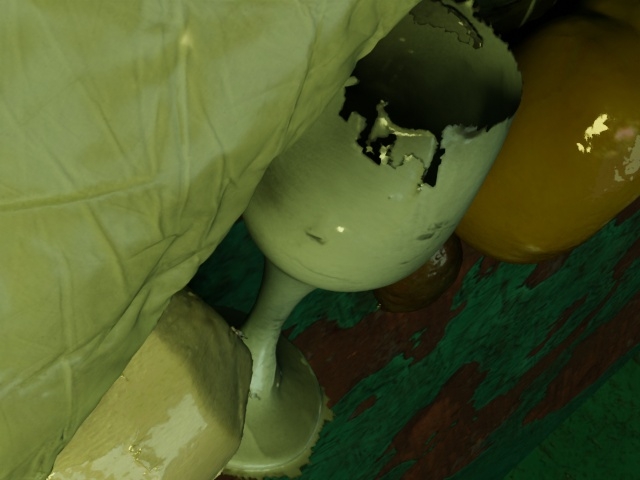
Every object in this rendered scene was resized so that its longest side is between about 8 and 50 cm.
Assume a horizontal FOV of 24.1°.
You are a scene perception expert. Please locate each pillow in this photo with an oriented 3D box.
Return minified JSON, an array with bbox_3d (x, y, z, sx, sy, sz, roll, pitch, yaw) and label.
[{"bbox_3d":[-0.131,-0.054,0.410,0.281,0.076,0.274,29,111,-32],"label":"pillow"}]

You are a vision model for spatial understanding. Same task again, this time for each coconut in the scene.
[{"bbox_3d":[-0.126,0.084,0.770,0.162,0.161,0.161,-49,163,-12],"label":"coconut"}]

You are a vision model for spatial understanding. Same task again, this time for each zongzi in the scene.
[{"bbox_3d":[0.094,-0.154,0.900,0.113,0.052,0.104,-32,155,-3],"label":"zongzi"}]

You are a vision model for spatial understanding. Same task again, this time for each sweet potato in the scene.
[{"bbox_3d":[0.072,-0.001,1.135,0.075,0.075,0.269,-38,157,-17],"label":"sweet potato"}]

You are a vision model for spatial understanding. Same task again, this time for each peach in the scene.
[{"bbox_3d":[0.178,-0.091,0.995,0.251,0.153,0.251,-40,-170,9],"label":"peach"}]

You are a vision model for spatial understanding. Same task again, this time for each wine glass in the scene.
[{"bbox_3d":[0.000,0.000,0.884,0.143,0.143,0.321,-24,152,-46],"label":"wine glass"}]
